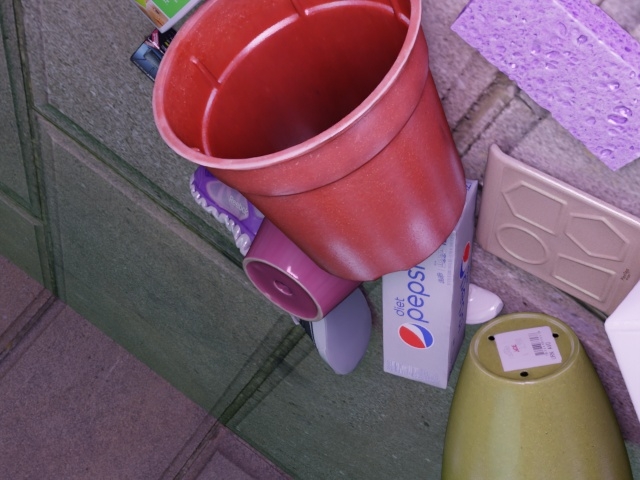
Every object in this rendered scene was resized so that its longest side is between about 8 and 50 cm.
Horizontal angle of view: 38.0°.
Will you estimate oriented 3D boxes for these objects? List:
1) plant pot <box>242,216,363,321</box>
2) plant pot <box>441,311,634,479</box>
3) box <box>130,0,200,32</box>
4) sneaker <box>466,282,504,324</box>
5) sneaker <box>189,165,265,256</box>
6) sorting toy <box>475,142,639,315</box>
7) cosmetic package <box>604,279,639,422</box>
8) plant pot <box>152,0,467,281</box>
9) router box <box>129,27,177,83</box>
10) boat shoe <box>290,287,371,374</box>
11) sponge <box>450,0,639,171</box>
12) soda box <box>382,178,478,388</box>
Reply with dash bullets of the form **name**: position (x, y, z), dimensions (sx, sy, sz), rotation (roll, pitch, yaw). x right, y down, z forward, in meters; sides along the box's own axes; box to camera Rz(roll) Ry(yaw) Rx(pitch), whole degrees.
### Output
- **plant pot**: position (0.000, 0.000, 1.234), dimensions (0.201, 0.180, 0.201), rotation (30, 155, 15)
- **plant pot**: position (0.282, 0.249, 1.245), dimensions (0.274, 0.274, 0.294), rotation (18, 133, 38)
- **box**: position (-0.175, -0.352, 0.875), dimensions (0.262, 0.127, 0.231), rotation (45, 166, -17)
- **sneaker**: position (0.178, 0.070, 1.271), dimensions (0.152, 0.054, 0.061), rotation (16, 146, 42)
- **sneaker**: position (-0.108, -0.060, 1.403), dimensions (0.095, 0.105, 0.236), rotation (10, -154, -47)
- **sorting toy**: position (0.268, -0.007, 1.030), dimensions (0.208, 0.038, 0.193), rotation (33, 157, 21)
- **cosmetic package**: position (0.418, 0.202, 0.768), dimensions (0.161, 0.230, 0.453), rotation (-7, 112, 47)
- **plant pot**: position (0.015, -0.107, 0.946), dimensions (0.272, 0.272, 0.265), rotation (19, 158, 36)
- **router box**: position (-0.193, -0.229, 1.263), dimensions (0.122, 0.038, 0.092), rotation (44, 157, -14)
- **boat shoe**: position (-0.008, 0.090, 1.500), dimensions (0.105, 0.113, 0.306), rotation (24, 151, 42)
- **sponge**: position (0.221, -0.156, 0.821), dimensions (0.210, 0.031, 0.117), rotation (39, 156, -5)
- **soda box**: position (0.133, 0.052, 1.154), dimensions (0.091, 0.098, 0.286), rotation (13, 137, 18)
